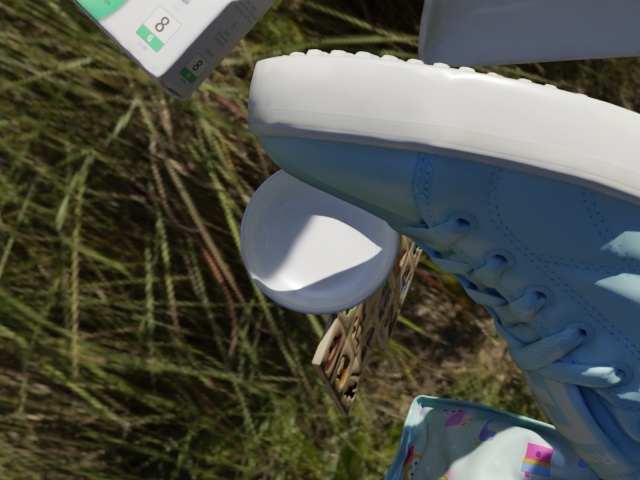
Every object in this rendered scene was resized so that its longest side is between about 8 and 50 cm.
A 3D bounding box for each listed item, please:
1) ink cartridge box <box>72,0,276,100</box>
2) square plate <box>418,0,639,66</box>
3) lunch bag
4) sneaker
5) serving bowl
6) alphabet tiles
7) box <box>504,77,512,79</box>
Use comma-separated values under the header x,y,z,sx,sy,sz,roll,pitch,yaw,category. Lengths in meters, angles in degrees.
x,y,z,sx,sy,sz,roll,pitch,yaw,category
-0.099,-0.251,0.889,0.225,0.056,0.181,-48,64,4,ink cartridge box
0.246,-0.284,0.748,0.049,0.347,0.344,-108,17,-48,square plate
0.216,0.256,0.992,0.262,0.223,0.160,-1,56,48,lunch bag
0.127,0.030,0.497,0.135,0.366,0.150,180,109,-81,sneaker
0.000,0.000,0.585,0.083,0.027,0.083,0,78,2,serving bowl
0.049,0.015,0.889,0.009,0.198,0.237,14,67,19,alphabet tiles
0.175,-0.128,1.490,0.175,0.220,0.051,9,49,19,box
